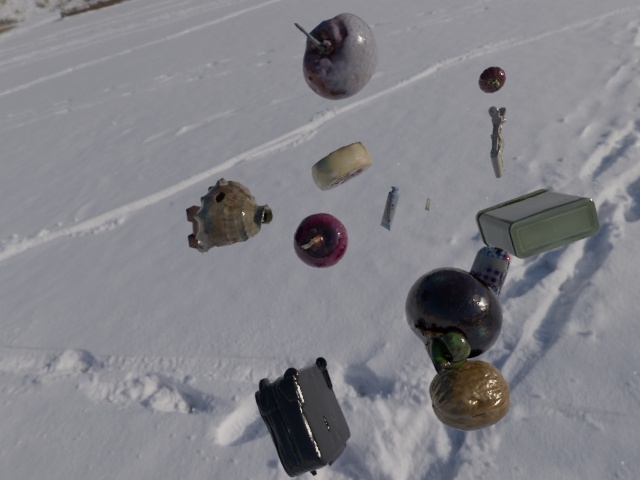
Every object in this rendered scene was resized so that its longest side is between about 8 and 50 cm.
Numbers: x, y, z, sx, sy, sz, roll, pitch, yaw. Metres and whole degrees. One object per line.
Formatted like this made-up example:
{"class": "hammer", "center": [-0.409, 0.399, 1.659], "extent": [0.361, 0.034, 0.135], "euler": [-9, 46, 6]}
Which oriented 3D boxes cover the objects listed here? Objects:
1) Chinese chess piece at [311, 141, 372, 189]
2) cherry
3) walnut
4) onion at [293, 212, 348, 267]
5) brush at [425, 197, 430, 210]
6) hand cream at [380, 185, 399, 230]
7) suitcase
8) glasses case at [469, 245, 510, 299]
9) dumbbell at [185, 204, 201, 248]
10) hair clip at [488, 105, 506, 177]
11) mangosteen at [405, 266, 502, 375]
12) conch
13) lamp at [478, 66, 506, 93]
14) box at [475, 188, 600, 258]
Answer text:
{"class": "Chinese chess piece", "center": [0.090, -0.318, 1.788], "extent": [0.270, 0.112, 0.270], "euler": [-27, -2, -1]}
{"class": "cherry", "center": [0.090, -0.738, 1.669], "extent": [0.291, 0.326, 0.335], "euler": [40, 50, 20]}
{"class": "walnut", "center": [0.493, 0.508, 1.368], "extent": [0.261, 0.225, 0.225], "euler": [-18, 32, 5]}
{"class": "onion", "center": [0.001, 0.000, 1.314], "extent": [0.177, 0.153, 0.177], "euler": [4, 70, -11]}
{"class": "brush", "center": [0.458, -0.153, 1.771], "extent": [0.016, 0.013, 0.084], "euler": [29, 45, -6]}
{"class": "hand cream", "center": [0.271, -0.126, 1.607], "extent": [0.043, 0.171, 0.065], "euler": [-3, 25, -28]}
{"class": "suitcase", "center": [-0.044, 0.592, 1.404], "extent": [0.188, 0.345, 0.339], "euler": [-29, 73, 12]}
{"class": "glasses case", "center": [0.616, 0.182, 1.570], "extent": [0.125, 0.327, 0.076], "euler": [21, 7, 43]}
{"class": "dumbbell", "center": [-0.592, -0.061, 1.973], "extent": [0.092, 0.231, 0.082], "euler": [13, 43, -2]}
{"class": "hair clip", "center": [0.551, -0.311, 1.301], "extent": [0.072, 0.226, 0.034], "euler": [2, 0, -39]}
{"class": "mangosteen", "center": [0.404, 0.255, 1.328], "extent": [0.306, 0.306, 0.359], "euler": [20, 57, 43]}
{"class": "conch", "center": [-0.298, -0.080, 1.316], "extent": [0.324, 0.186, 0.263], "euler": [-9, 46, 53]}
{"class": "lamp", "center": [0.661, -0.618, 1.599], "extent": [0.101, 0.101, 0.090], "euler": [-8, 42, 11]}
{"class": "box", "center": [0.886, -0.074, 1.728], "extent": [0.352, 0.177, 0.344], "euler": [-19, 10, 4]}
